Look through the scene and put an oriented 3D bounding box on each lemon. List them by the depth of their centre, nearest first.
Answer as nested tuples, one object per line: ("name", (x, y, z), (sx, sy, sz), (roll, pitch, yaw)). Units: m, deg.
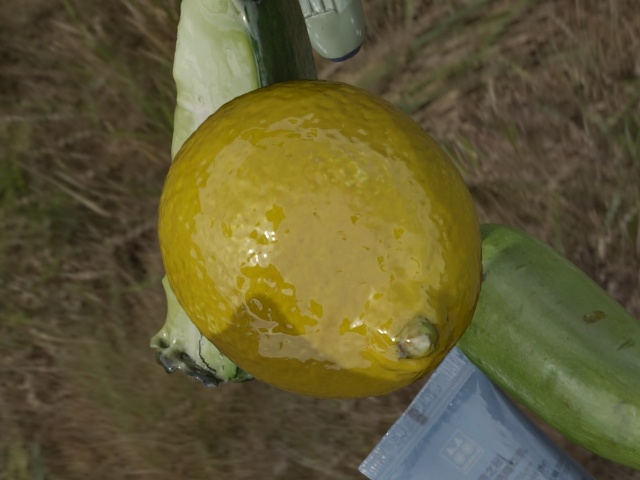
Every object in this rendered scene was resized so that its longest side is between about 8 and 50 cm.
("lemon", (0.000, 0.000, 1.122), (0.187, 0.187, 0.244), (-47, 54, 2))

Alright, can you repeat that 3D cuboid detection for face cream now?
("face cream", (0.217, 0.252, 1.609), (0.385, 0.086, 0.135), (38, 92, -17))

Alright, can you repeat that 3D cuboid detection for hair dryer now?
("hair dryer", (-0.005, -0.276, 1.620), (0.067, 0.167, 0.199), (-10, 55, 14))

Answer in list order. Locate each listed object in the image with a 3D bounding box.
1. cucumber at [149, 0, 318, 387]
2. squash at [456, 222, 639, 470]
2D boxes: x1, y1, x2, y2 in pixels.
("cucumber", (-0.044, -0.065, 1.276), (0.105, 0.145, 0.325), (18, 123, 24))
("squash", (0.207, 0.100, 1.446), (0.118, 0.118, 0.370), (-48, 42, 2))
